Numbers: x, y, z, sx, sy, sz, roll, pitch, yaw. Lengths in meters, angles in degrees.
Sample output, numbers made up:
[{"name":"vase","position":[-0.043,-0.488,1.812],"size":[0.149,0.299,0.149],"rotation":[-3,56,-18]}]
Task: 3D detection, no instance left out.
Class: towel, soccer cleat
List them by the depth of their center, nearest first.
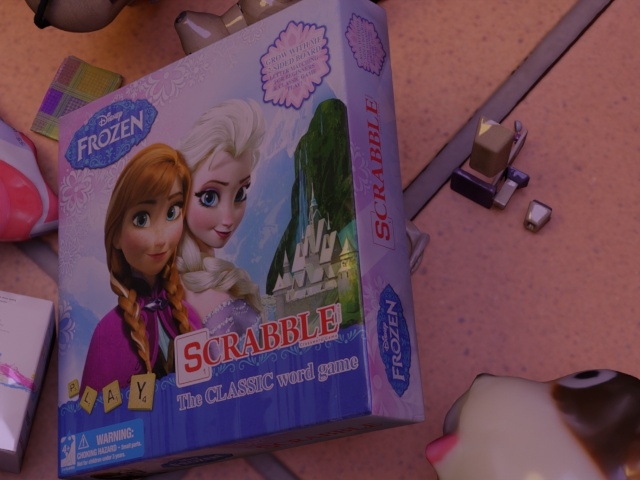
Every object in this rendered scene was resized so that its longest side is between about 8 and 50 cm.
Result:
[{"name":"soccer cleat","position":[-0.309,-0.095,1.056],"size":[0.083,0.095,0.248],"rotation":[-52,58,28]},{"name":"towel","position":[-0.222,-0.126,1.089],"size":[0.060,0.009,0.083],"rotation":[21,74,8]}]

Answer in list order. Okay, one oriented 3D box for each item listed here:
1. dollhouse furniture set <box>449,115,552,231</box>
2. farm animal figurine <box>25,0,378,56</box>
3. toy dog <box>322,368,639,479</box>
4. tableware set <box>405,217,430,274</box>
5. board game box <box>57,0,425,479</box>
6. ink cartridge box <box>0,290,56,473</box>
[{"name":"dollhouse furniture set","position":[0.172,-0.078,1.007],"size":[0.091,0.114,0.081],"rotation":[29,71,13]},{"name":"farm animal figurine","position":[-0.144,-0.251,1.038],"size":[0.330,0.172,0.327],"rotation":[40,36,13]},{"name":"toy dog","position":[0.143,0.277,0.806],"size":[0.395,0.284,0.408],"rotation":[21,72,5]},{"name":"tableware set","position":[0.000,0.000,1.034],"size":[0.169,0.020,0.141],"rotation":[42,78,14]},{"name":"board game box","position":[-0.079,0.007,0.920],"size":[0.319,0.066,0.318],"rotation":[-19,67,35]},{"name":"ink cartridge box","position":[-0.271,0.119,0.949],"size":[0.090,0.092,0.143],"rotation":[12,67,-6]}]
